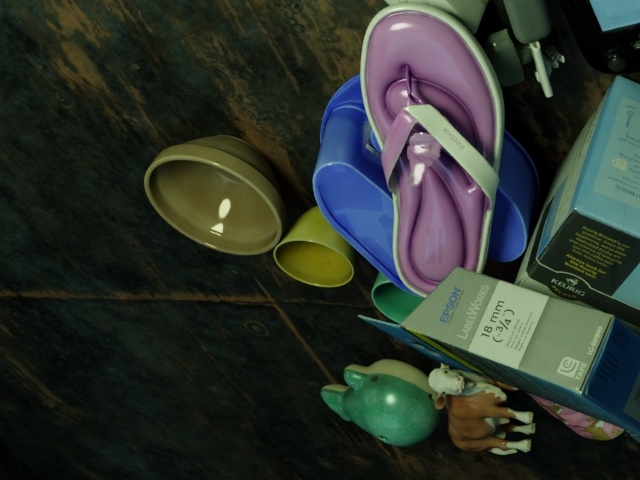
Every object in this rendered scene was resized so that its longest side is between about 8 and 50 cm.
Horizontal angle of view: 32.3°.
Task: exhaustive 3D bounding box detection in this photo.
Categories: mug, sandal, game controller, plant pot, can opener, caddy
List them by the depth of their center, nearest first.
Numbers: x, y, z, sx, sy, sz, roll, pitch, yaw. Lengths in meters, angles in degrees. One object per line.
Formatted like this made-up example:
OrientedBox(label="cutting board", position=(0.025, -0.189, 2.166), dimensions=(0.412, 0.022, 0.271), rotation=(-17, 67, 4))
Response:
OrientedBox(label="game controller", position=(0.326, -0.311, 1.189), dimensions=(0.166, 0.067, 0.319), rotation=(-3, 139, 35))
OrientedBox(label="can opener", position=(0.223, -0.259, 1.271), dimensions=(0.093, 0.074, 0.280), rotation=(-17, 147, 8))
OrientedBox(label="sandal", position=(0.144, -0.086, 1.351), dimensions=(0.169, 0.102, 0.416), rotation=(-3, 123, 15))
OrientedBox(label="caddy", position=(0.147, -0.085, 1.526), dimensions=(0.341, 0.179, 0.241), rotation=(43, 122, -17))
OrientedBox(label="plant pot", position=(-0.152, -0.090, 1.765), dimensions=(0.237, 0.110, 0.237), rotation=(17, 147, 12))
OrientedBox(label="mug", position=(0.160, 0.062, 1.790), dimensions=(0.129, 0.097, 0.158), rotation=(24, 148, 4))
OrientedBox(label="plant pot", position=(0.000, 0.000, 1.803), dimensions=(0.134, 0.095, 0.134), rotation=(12, 148, 8))

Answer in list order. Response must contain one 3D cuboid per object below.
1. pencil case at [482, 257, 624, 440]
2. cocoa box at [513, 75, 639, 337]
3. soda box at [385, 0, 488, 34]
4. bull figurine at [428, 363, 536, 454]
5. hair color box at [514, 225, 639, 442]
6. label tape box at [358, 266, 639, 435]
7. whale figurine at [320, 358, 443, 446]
OrientedBox(label="pencil case", position=(0.354, 0.163, 1.749), dimensions=(0.386, 0.167, 0.160), rotation=(41, 165, -24))
OrientedBox(label="cocoa box", position=(0.461, -0.001, 1.385), dimensions=(0.347, 0.231, 0.228), rotation=(23, 149, 3))
OrientedBox(label="soda box", position=(0.102, -0.326, 1.303), dimensions=(0.216, 0.074, 0.069), rotation=(41, 144, -24))
OrientedBox(label="bull figurine", position=(0.302, 0.309, 2.044), dimensions=(0.188, 0.101, 0.310), rotation=(8, 150, 15))
OrientedBox(label="hair color box", position=(0.437, 0.136, 1.652), dimensions=(0.347, 0.174, 0.105), rotation=(41, 143, -24))
OrientedBox(label="label tape box", position=(0.253, 0.130, 1.422), dimensions=(0.333, 0.106, 0.240), rotation=(18, 170, 40))
OrientedBox(label="whale figurine", position=(0.110, 0.331, 2.165), dimensions=(0.272, 0.141, 0.216), rotation=(-13, 132, 44))
